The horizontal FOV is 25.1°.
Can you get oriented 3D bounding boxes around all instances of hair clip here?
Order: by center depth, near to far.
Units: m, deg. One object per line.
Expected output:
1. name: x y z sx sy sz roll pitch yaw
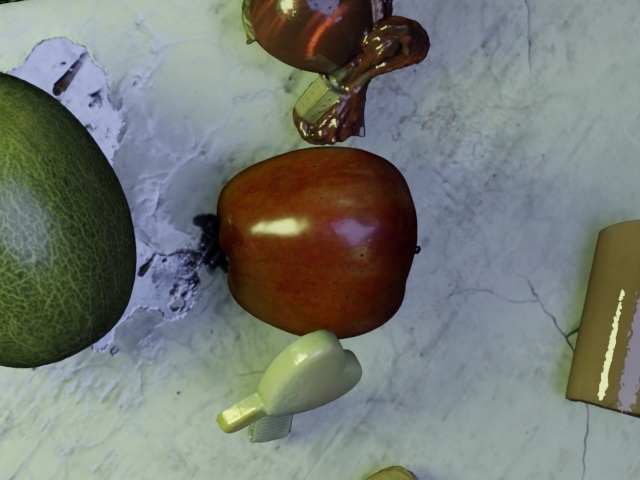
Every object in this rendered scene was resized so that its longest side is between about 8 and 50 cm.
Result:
1. hair clip: -0.041 0.164 1.586 0.159 0.218 0.071 -16 67 -28

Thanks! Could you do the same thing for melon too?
1. melon: -0.317 -0.021 1.450 0.237 0.237 0.301 -28 104 -18

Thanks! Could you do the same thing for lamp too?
1. lamp: -0.005 -0.237 1.598 0.151 0.215 0.223 -16 66 -51

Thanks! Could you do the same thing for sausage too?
1. sausage: 0.391 0.093 1.808 0.123 0.123 0.253 13 89 -23

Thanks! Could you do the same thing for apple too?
1. apple: 0.000 0.002 1.595 0.234 0.234 0.234 -2 95 -22

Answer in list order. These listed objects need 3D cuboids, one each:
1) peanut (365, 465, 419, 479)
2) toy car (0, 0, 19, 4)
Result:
1. peanut: 0.053 0.340 1.714 0.174 0.080 0.080 -44 109 -14
2. toy car: -0.370 -0.342 1.431 0.359 0.176 0.213 -9 97 -21
